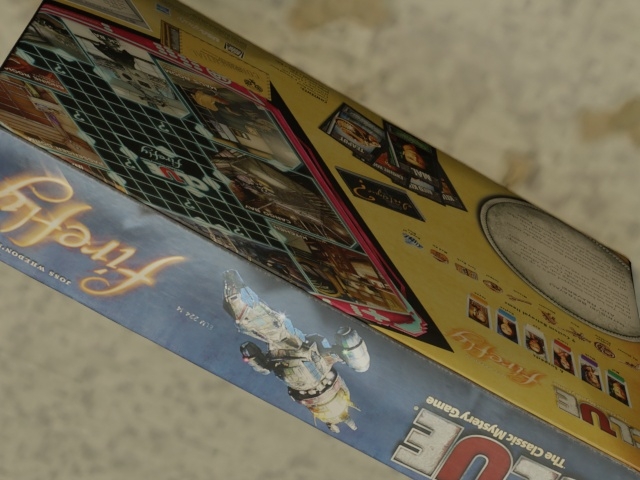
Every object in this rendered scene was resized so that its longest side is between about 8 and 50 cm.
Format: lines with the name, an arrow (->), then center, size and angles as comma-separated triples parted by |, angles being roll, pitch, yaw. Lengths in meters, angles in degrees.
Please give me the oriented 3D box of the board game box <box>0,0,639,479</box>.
board game box -> 0.000, 0.000, 0.628 | 0.243, 0.165, 0.042 | 29, 114, -9
